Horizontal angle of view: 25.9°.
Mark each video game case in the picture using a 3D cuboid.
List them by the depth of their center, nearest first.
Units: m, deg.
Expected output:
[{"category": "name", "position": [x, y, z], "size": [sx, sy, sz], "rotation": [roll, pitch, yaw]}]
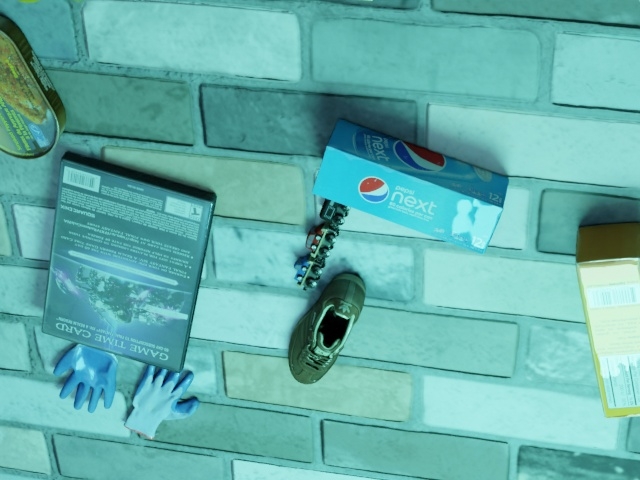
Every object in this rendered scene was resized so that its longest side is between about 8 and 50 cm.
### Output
[{"category": "video game case", "position": [-0.248, 0.033, 1.769], "size": [0.196, 0.026, 0.274], "rotation": [16, 124, 4]}]

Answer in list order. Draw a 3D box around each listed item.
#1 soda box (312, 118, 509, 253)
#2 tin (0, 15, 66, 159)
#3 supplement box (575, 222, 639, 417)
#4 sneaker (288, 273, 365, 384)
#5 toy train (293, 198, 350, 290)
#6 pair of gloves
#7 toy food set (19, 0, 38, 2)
[{"category": "soda box", "position": [0.103, -0.062, 1.588], "size": [0.210, 0.067, 0.071], "rotation": [19, 127, 1]}, {"category": "tin", "position": [-0.375, -0.183, 1.653], "size": [0.106, 0.040, 0.189], "rotation": [-15, 120, 19]}, {"category": "supplement box", "position": [0.351, 0.096, 1.629], "size": [0.080, 0.078, 0.233], "rotation": [-5, 124, 15]}, {"category": "sneaker", "position": [-0.002, 0.124, 1.748], "size": [0.066, 0.071, 0.188], "rotation": [23, 127, -2]}, {"category": "toy train", "position": [0.000, 0.000, 1.687], "size": [0.036, 0.027, 0.158], "rotation": [25, 127, 1]}, {"category": "pair of gloves", "position": [-0.265, 0.199, 1.905], "size": [0.198, 0.023, 0.159], "rotation": [28, 127, -5]}, {"category": "toy food set", "position": [-0.266, -0.343, 1.496], "size": [0.128, 0.071, 0.218], "rotation": [27, 134, -35]}]
